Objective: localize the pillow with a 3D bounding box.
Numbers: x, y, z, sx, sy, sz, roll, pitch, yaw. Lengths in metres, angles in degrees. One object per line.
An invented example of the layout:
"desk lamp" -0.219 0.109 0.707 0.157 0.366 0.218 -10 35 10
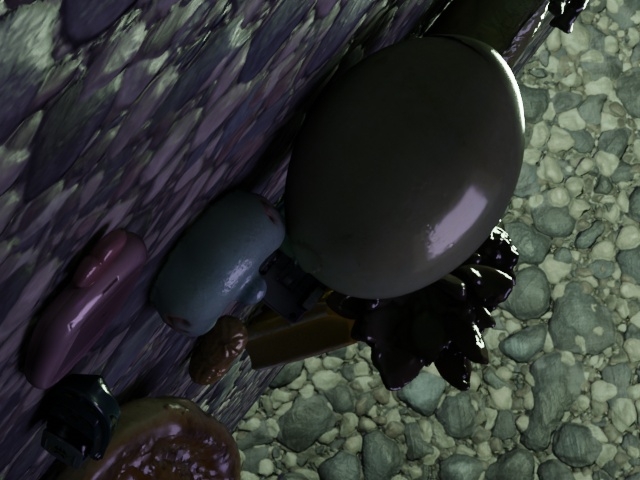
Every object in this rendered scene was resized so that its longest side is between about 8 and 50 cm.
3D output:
"pillow" 0.120 -0.156 1.507 0.302 0.075 0.185 -54 -159 3

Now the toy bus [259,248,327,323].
"toy bus" 0.000 0.000 1.658 0.178 0.087 0.098 -50 178 16

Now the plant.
"plant" 0.124 0.041 1.702 0.181 0.194 0.320 -62 -178 20

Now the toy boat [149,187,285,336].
"toy boat" -0.076 0.027 1.221 0.134 0.079 0.207 -48 176 -7

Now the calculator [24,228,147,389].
"calculator" -0.152 0.045 0.947 0.103 0.024 0.166 -48 175 -32

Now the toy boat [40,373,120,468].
"toy boat" -0.183 0.134 1.119 0.060 0.055 0.141 -57 178 -24

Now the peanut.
"peanut" -0.120 0.128 1.687 0.054 0.054 0.113 -46 173 -47

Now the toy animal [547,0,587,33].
"toy animal" 0.354 -0.384 2.066 0.146 0.114 0.245 -47 -161 26

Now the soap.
"soap" 0.011 0.098 1.968 0.232 0.073 0.140 -20 -165 41

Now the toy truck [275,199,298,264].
"toy truck" 0.000 -0.045 1.429 0.081 0.067 0.175 -43 170 -32

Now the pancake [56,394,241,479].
"pancake" -0.192 0.318 1.503 0.356 0.065 0.356 -46 149 -38

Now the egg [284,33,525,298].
"egg" 0.073 -0.064 1.253 0.253 0.186 0.186 -52 175 -7
